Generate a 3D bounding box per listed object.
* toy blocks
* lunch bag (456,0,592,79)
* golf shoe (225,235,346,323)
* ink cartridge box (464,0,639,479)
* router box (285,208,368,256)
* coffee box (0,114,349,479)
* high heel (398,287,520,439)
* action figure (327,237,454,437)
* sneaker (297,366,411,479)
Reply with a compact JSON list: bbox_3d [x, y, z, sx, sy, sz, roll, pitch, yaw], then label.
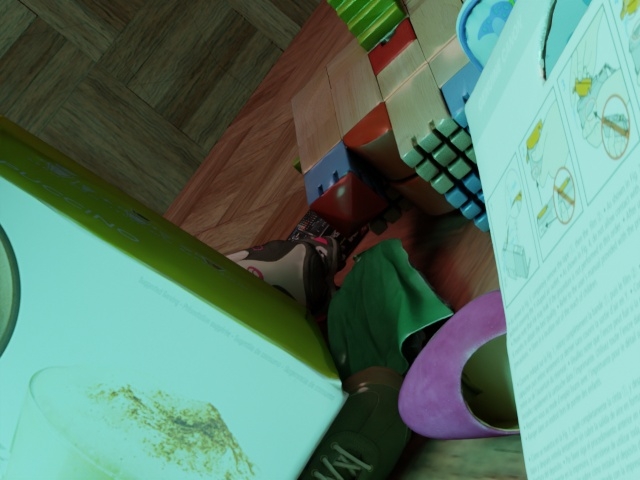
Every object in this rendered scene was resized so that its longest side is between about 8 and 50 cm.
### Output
[{"bbox_3d":[0.117,-0.124,0.896,0.381,0.190,0.261,-41,29,20],"label":"toy blocks"},{"bbox_3d":[0.200,-0.151,0.645,0.219,0.176,0.090,-37,20,47],"label":"lunch bag"},{"bbox_3d":[-0.079,0.049,1.072,0.273,0.120,0.105,-30,63,60],"label":"golf shoe"},{"bbox_3d":[0.123,-0.010,0.352,0.275,0.060,0.239,108,159,-65],"label":"ink cartridge box"},{"bbox_3d":[0.000,0.000,1.165,0.092,0.038,0.122,-51,14,-3],"label":"router box"},{"bbox_3d":[-0.216,0.123,0.770,0.334,0.337,0.338,-58,5,1],"label":"coffee box"},{"bbox_3d":[0.119,0.077,0.535,0.244,0.082,0.117,-25,22,38],"label":"high heel"},{"bbox_3d":[0.049,0.059,0.816,0.137,0.063,0.232,-49,18,17],"label":"action figure"},{"bbox_3d":[0.000,0.175,0.682,0.192,0.064,0.086,-55,11,14],"label":"sneaker"}]
